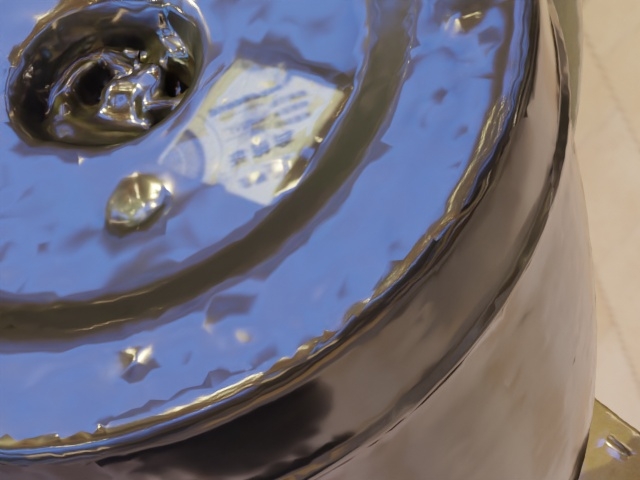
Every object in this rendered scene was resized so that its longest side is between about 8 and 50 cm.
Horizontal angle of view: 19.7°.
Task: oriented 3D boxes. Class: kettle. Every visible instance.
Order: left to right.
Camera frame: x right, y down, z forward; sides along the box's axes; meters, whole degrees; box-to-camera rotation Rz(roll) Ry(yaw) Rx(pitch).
[{"bbox_3d":[0.000,0.000,0.602,0.228,0.324,0.321,19,65,25],"label":"kettle"}]

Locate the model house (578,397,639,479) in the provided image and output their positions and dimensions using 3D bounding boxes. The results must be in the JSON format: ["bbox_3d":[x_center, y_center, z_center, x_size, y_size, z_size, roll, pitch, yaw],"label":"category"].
[{"bbox_3d":[0.054,0.135,0.830,0.181,0.248,0.176,-38,-3,-14],"label":"model house"}]
